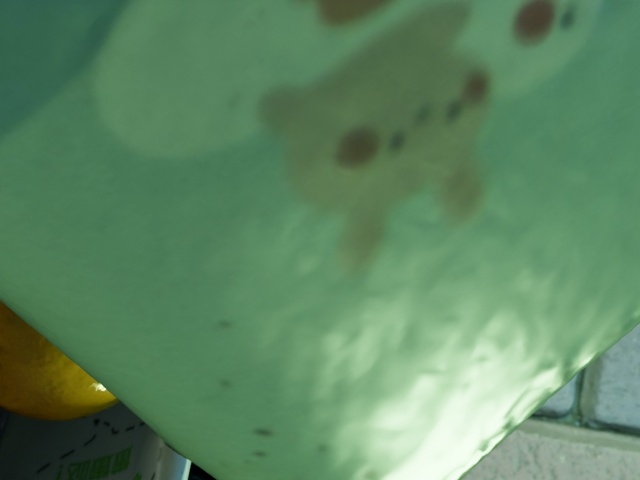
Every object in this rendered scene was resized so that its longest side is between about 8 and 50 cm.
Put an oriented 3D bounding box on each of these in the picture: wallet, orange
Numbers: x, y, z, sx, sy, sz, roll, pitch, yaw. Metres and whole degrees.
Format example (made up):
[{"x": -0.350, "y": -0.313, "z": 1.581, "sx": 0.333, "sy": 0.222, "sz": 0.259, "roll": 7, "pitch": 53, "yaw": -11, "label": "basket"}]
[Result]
[{"x": 0.006, "y": -0.080, "z": 0.387, "sx": 0.360, "sy": 0.252, "sz": 0.083, "roll": 47, "pitch": 6, "yaw": -45, "label": "wallet"}, {"x": -0.098, "y": 0.026, "z": 0.653, "sx": 0.083, "sy": 0.084, "sz": 0.083, "roll": 10, "pitch": 90, "yaw": -81, "label": "orange"}]

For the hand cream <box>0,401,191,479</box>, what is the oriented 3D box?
[{"x": -0.078, "y": 0.027, "z": 0.734, "sx": 0.076, "sy": 0.121, "sz": 0.336, "roll": 43, "pitch": 45, "yaw": -35, "label": "hand cream"}]

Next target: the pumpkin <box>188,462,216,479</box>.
[{"x": -0.075, "y": 0.176, "z": 0.773, "sx": 0.202, "sy": 0.140, "sz": 0.202, "roll": 13, "pitch": 90, "yaw": -82, "label": "pumpkin"}]
